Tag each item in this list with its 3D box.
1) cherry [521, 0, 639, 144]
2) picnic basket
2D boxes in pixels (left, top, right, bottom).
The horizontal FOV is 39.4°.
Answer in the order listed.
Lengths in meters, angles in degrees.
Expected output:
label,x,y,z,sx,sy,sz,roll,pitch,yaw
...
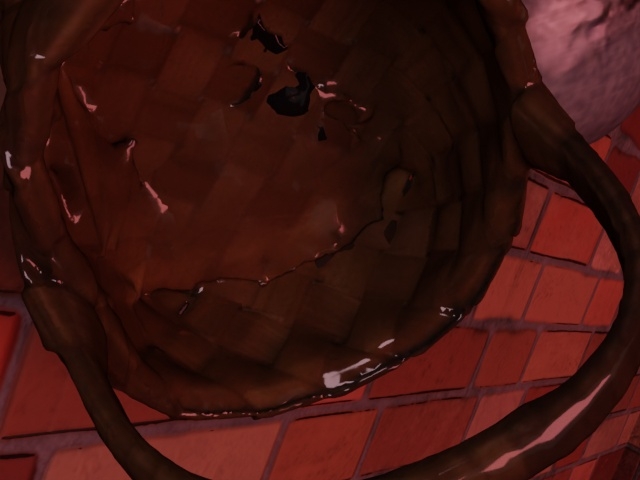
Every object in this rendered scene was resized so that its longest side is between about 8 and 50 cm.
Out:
label,x,y,z,sx,sy,sz,roll,pitch,yaw
cherry,0.146,-0.178,0.680,0.296,0.218,0.255,-29,138,-25
picnic basket,0.000,0.000,0.445,0.293,0.337,0.337,-22,136,-7
